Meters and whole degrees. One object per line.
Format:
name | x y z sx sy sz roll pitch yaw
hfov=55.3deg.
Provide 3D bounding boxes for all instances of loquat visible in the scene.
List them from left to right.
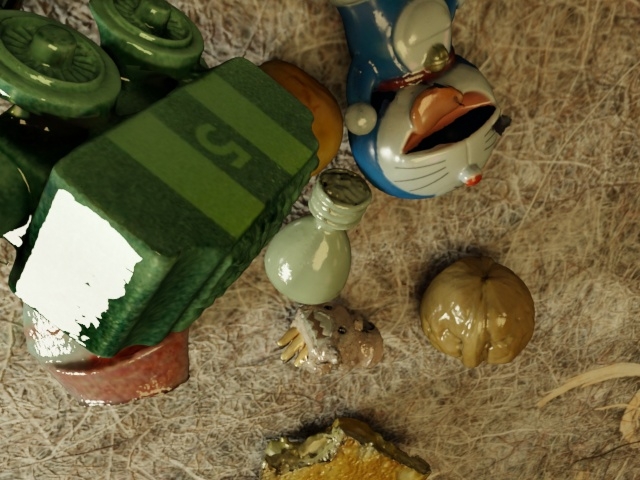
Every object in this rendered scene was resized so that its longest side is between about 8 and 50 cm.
loquat | -0.044 -0.119 0.635 0.113 0.137 0.137 -43 131 -27

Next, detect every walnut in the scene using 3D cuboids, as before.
walnut | 0.215 0.098 0.841 0.167 0.149 0.166 12 144 9

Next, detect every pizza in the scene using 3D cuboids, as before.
pizza | 0.007 0.377 0.995 0.324 0.089 0.223 -22 122 4

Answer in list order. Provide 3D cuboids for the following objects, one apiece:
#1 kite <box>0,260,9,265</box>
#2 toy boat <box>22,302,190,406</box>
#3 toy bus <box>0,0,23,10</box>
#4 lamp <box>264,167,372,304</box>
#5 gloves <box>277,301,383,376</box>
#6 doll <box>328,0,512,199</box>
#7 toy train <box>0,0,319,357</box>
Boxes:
kite | -0.395 0.007 0.691 0.078 0.002 0.044 6 121 -17
toy boat | -0.274 0.060 0.722 0.206 0.096 0.282 -8 116 7
toy bus | -0.253 -0.280 0.424 0.162 0.194 0.323 24 113 -29
lamp | 0.000 0.000 0.713 0.106 0.106 0.193 7 140 -20
gloves | 0.019 0.133 0.834 0.144 0.110 0.094 5 117 -53
doll | 0.099 -0.166 0.624 0.215 0.161 0.256 -39 126 -22
toy train | -0.137 -0.068 0.475 0.238 0.299 0.167 38 128 -4
